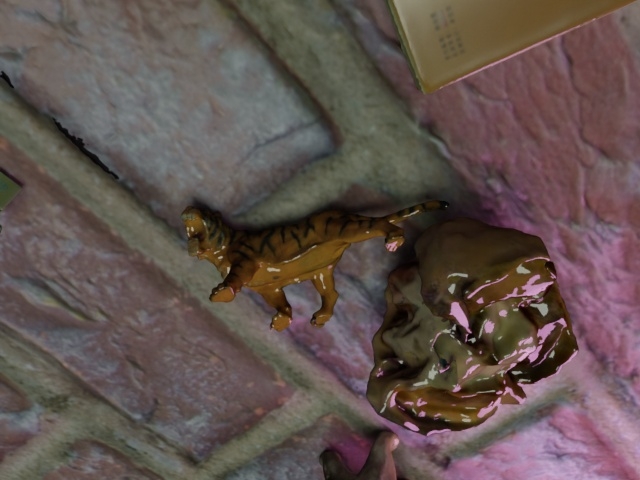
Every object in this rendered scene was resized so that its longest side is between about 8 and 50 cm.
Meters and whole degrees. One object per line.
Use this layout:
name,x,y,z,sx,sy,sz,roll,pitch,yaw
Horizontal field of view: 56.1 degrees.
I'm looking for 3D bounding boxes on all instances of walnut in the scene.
walnut,0.149,0.077,0.607,0.204,0.141,0.238,3,126,-23

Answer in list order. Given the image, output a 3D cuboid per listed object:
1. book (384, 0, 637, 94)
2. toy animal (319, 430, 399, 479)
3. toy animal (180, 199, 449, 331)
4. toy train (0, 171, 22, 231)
book,0.211,-0.304,0.444,0.389,0.032,0.269,-21,117,10
toy animal,0.080,0.365,0.761,0.121,0.168,0.233,-19,105,9
toy animal,0.000,0.005,0.594,0.255,0.116,0.114,-15,143,1
toy train,-0.337,-0.053,0.545,0.050,0.081,0.122,-34,115,27
